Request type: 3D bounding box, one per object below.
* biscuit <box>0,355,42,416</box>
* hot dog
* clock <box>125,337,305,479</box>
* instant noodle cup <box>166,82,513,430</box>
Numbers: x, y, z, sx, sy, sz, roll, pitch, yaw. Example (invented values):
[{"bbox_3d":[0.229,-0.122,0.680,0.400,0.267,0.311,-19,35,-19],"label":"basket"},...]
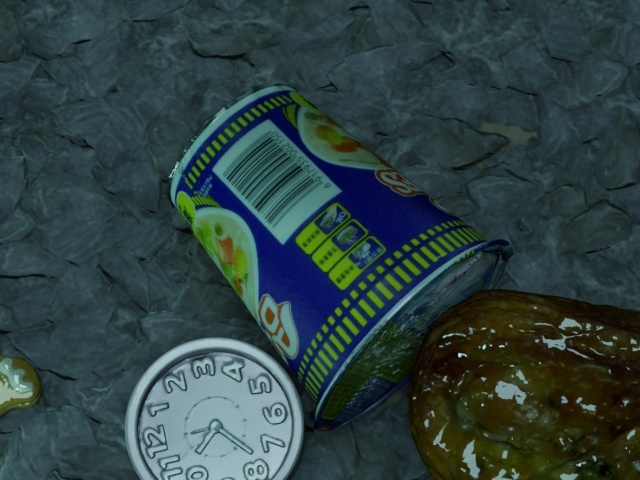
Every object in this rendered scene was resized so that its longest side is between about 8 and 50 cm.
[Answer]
[{"bbox_3d":[-0.433,0.203,1.475,0.158,0.035,0.240,37,78,12],"label":"biscuit"},{"bbox_3d":[0.284,0.182,1.347,0.388,0.174,0.267,12,118,-15],"label":"hot dog"},{"bbox_3d":[-0.115,0.209,1.450,0.197,0.068,0.196,0,75,1],"label":"clock"},{"bbox_3d":[0.000,0.000,1.420,0.284,0.284,0.312,-40,70,-9],"label":"instant noodle cup"}]
